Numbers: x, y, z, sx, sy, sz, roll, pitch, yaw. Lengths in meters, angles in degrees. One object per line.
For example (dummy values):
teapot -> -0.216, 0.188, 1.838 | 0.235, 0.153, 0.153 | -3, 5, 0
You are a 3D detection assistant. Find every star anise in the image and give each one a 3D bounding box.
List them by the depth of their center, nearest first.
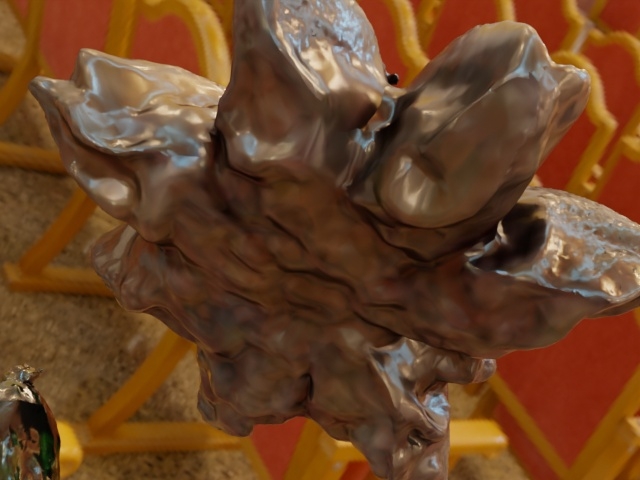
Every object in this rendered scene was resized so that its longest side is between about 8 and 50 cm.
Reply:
star anise -> 0.016, 0.011, 0.503 | 0.315, 0.315, 0.108 | 33, 40, -1

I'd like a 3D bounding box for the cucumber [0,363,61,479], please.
cucumber -> -0.141, 0.195, 0.438 | 0.067, 0.067, 0.294 | 14, 73, -32
